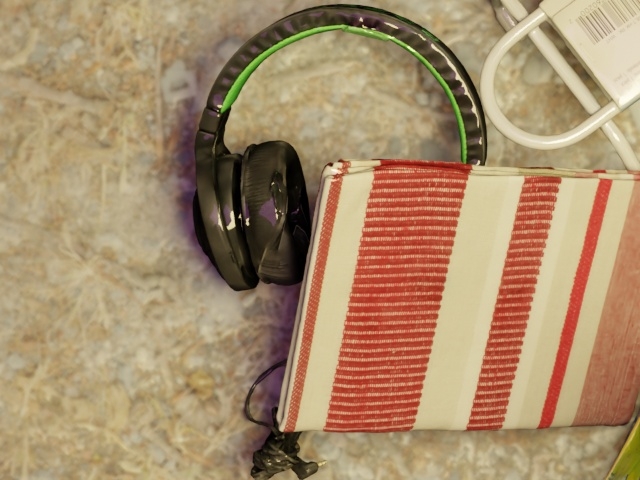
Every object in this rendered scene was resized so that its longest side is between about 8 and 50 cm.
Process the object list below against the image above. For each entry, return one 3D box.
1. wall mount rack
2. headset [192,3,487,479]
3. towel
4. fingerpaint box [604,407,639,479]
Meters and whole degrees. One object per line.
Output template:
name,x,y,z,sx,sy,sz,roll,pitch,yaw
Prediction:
wall mount rack,0.318,-0.156,1.478,0.350,0.130,0.304,-36,82,2
headset,0.000,0.000,1.455,0.243,0.185,0.394,13,105,5
towel,0.134,0.049,1.414,0.329,0.037,0.237,1,112,-22
fingerpaint box,0.273,0.272,1.292,0.163,0.445,0.371,25,89,6
